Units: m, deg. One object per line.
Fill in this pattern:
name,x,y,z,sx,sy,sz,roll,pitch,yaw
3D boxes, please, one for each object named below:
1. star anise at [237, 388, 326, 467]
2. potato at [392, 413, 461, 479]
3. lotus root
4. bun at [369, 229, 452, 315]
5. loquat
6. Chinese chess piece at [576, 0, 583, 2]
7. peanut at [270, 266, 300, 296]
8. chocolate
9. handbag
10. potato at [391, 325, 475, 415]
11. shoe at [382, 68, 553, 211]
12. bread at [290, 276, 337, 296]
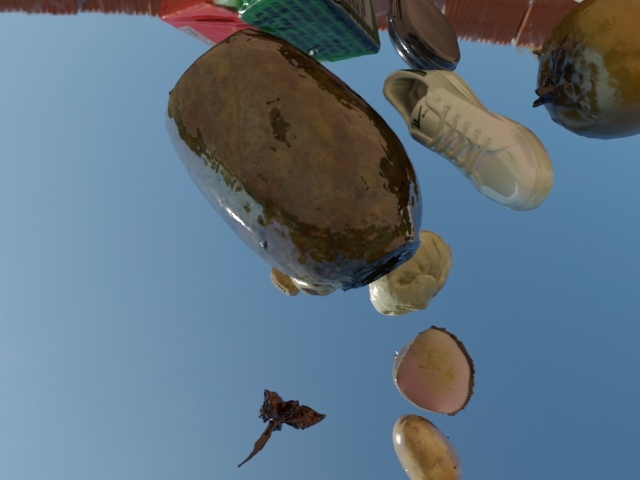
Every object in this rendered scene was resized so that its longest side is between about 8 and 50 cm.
star anise,-0.095,0.400,1.026,0.158,0.140,0.144,37,-139,-28
potato,0.233,0.464,1.075,0.128,0.161,0.235,-35,-78,-10
lotus root,-0.023,-0.091,0.635,0.250,0.250,0.346,-28,-112,-33
bun,0.255,0.091,1.303,0.160,0.259,0.259,31,-133,32
loquat,0.332,-0.186,0.523,0.204,0.172,0.150,0,-99,-4
Chinese chess piece,0.553,-0.632,1.062,0.250,0.101,0.250,35,-155,-19
peanut,-0.118,0.081,1.484,0.089,0.089,0.193,-13,-113,-23
chocolate,-0.094,-0.497,1.030,0.341,0.162,0.360,1,178,30
handbag,0.301,-0.611,1.456,0.253,0.093,0.308,23,-130,-25
potato,0.304,0.371,1.363,0.229,0.266,0.230,-2,-112,5
shoe,0.165,-0.131,0.606,0.110,0.095,0.265,1,-139,-26
bread,-0.003,-0.005,1.119,0.195,0.252,0.239,29,-115,12
